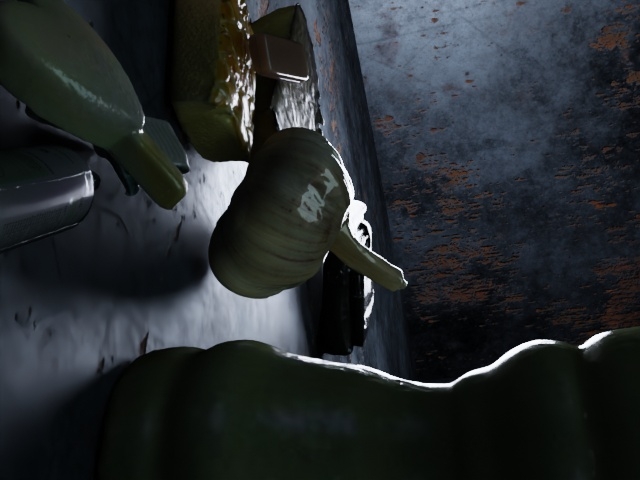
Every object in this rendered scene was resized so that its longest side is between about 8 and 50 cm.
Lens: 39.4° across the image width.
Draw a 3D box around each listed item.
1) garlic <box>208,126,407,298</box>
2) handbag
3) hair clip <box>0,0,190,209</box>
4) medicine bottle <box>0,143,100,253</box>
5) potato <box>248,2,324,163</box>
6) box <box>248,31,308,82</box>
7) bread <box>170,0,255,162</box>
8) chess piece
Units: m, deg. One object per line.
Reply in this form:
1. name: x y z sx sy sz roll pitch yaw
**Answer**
1. garlic: 0.000 0.000 0.986 0.199 0.226 0.199 -57 -173 11
2. handbag: 0.051 0.062 1.631 0.275 0.088 0.244 -56 147 -73
3. hair clip: -0.151 -0.083 0.602 0.159 0.071 0.218 54 4 21
4. medicine bottle: -0.173 -0.028 0.532 0.199 0.057 0.058 -44 126 -77
5. potato: -0.060 -0.178 1.148 0.243 0.098 0.138 -80 152 -42
6. box: -0.048 -0.209 1.027 0.115 0.025 0.048 -15 97 -67
7. bread: -0.113 -0.190 0.973 0.125 0.068 0.188 66 19 -61
8. chess piece: 0.075 0.169 0.704 0.234 0.442 0.234 -8 90 -80
